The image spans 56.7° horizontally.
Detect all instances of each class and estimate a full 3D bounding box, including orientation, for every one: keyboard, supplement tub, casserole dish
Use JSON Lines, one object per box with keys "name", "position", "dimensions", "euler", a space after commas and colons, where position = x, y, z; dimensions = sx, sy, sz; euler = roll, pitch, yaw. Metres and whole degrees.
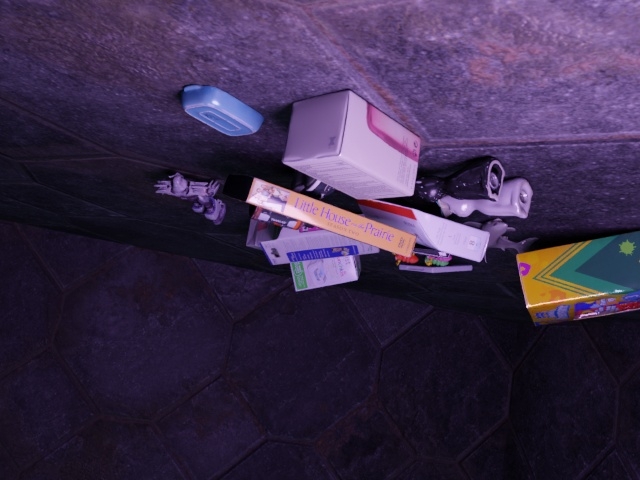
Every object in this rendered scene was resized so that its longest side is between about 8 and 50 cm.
{"name": "keyboard", "position": [0.366, 0.015, 1.807], "dimensions": [0.202, 0.033, 0.317], "euler": [4, -169, 8]}
{"name": "supplement tub", "position": [-0.106, -0.092, 1.770], "dimensions": [0.198, 0.106, 0.106], "euler": [14, 168, -19]}
{"name": "casserole dish", "position": [-0.199, -0.256, 1.195], "dimensions": [0.114, 0.037, 0.188], "euler": [1, 165, 37]}

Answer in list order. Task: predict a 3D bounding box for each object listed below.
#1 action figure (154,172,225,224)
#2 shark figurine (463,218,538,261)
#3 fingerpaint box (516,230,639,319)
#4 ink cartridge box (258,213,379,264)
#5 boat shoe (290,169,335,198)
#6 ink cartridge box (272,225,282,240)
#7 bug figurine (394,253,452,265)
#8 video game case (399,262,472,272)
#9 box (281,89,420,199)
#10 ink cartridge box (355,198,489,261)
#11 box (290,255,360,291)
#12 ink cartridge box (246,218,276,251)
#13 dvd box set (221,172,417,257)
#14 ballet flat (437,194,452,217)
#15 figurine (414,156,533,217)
{"name": "action figure", "position": [-0.384, -0.144, 1.794], "dimensions": [0.185, 0.099, 0.285], "euler": [14, 167, 15]}
{"name": "shark figurine", "position": [0.527, 0.017, 1.771], "dimensions": [0.166, 0.116, 0.278], "euler": [2, 165, 41]}
{"name": "fingerpaint box", "position": [0.785, 0.127, 1.717], "dimensions": [0.371, 0.163, 0.445], "euler": [-12, 162, 19]}
{"name": "ink cartridge box", "position": [0.000, 0.000, 1.919], "dimensions": [0.371, 0.069, 0.175], "euler": [-9, 151, 6]}
{"name": "boat shoe", "position": [0.005, -0.155, 1.366], "dimensions": [0.091, 0.114, 0.302], "euler": [13, -179, -13]}
{"name": "ink cartridge box", "position": [-0.046, -0.025, 2.095], "dimensions": [0.154, 0.093, 0.212], "euler": [18, 164, -35]}
{"name": "bug figurine", "position": [0.370, 0.051, 2.174], "dimensions": [0.216, 0.072, 0.279], "euler": [8, 169, 7]}
{"name": "video game case", "position": [0.452, 0.105, 2.331], "dimensions": [0.212, 0.023, 0.193], "euler": [-1, -178, -32]}
{"name": "box", "position": [0.065, -0.174, 1.140], "dimensions": [0.149, 0.126, 0.232], "euler": [0, 165, 42]}
{"name": "ink cartridge box", "position": [0.194, -0.051, 1.550], "dimensions": [0.385, 0.091, 0.308], "euler": [13, -174, -27]}
{"name": "box", "position": [0.025, 0.087, 2.202], "dimensions": [0.231, 0.126, 0.262], "euler": [-11, -176, 7]}
{"name": "ink cartridge box", "position": [-0.169, -0.013, 2.203], "dimensions": [0.198, 0.115, 0.067], "euler": [17, 167, -38]}
{"name": "dvd box set", "position": [-0.014, -0.066, 1.460], "dimensions": [0.420, 0.062, 0.307], "euler": [18, -179, -20]}
{"name": "ballet flat", "position": [0.326, -0.096, 1.512], "dimensions": [0.052, 0.057, 0.168], "euler": [-8, 165, 17]}
{"name": "figurine", "position": [0.336, -0.107, 1.337], "dimensions": [0.209, 0.092, 0.215], "euler": [-2, 164, 45]}
